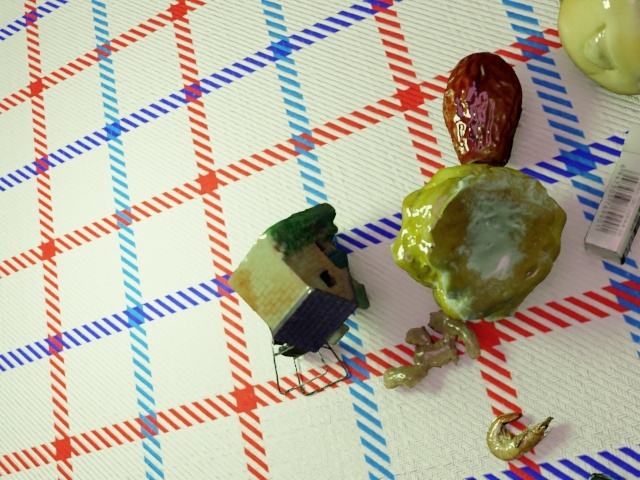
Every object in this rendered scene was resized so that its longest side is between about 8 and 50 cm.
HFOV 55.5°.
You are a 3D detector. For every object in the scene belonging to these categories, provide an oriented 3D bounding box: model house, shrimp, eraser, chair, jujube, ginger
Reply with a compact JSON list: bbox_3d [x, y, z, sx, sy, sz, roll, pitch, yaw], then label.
[{"bbox_3d":[-0.009,0.101,1.469,0.280,0.312,0.245,45,122,11],"label":"model house"},{"bbox_3d":[0.444,0.425,1.362,0.162,0.045,0.095,-42,44,15],"label":"shrimp"},{"bbox_3d":[0.671,-0.100,1.330,0.086,0.130,0.287,23,89,31],"label":"eraser"},{"bbox_3d":[-0.049,0.272,1.565,0.145,0.140,0.221,-29,64,15],"label":"chair"},{"bbox_3d":[0.391,-0.313,1.472,0.197,0.197,0.290,-4,76,24],"label":"jujube"},{"bbox_3d":[0.252,0.266,1.472,0.259,0.065,0.149,-34,53,20],"label":"ginger"}]

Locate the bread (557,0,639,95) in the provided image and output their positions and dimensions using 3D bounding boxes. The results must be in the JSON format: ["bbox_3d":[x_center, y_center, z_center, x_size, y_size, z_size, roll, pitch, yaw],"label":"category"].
[{"bbox_3d":[0.709,-0.525,1.307,0.376,0.348,0.253,-48,43,5],"label":"bread"}]

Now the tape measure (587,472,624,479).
[{"bbox_3d":[0.590,0.506,1.237,0.091,0.094,0.054,11,81,25],"label":"tape measure"}]

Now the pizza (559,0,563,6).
[{"bbox_3d":[0.618,-0.576,1.467,0.204,0.080,0.188,6,95,-10],"label":"pizza"}]

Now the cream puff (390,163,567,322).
[{"bbox_3d":[0.334,0.001,1.373,0.379,0.275,0.377,-1,101,-5],"label":"cream puff"}]
